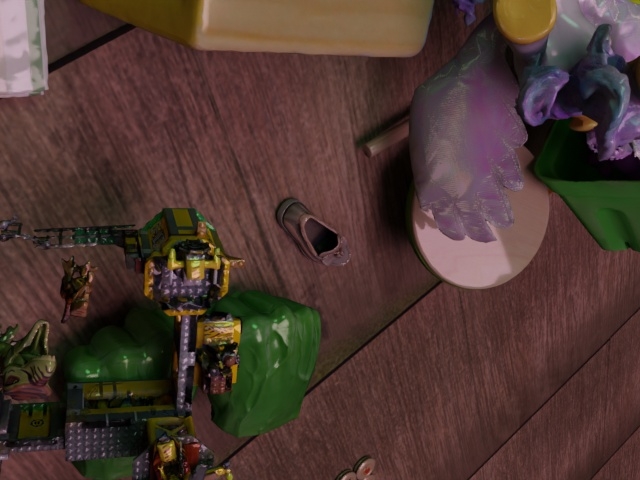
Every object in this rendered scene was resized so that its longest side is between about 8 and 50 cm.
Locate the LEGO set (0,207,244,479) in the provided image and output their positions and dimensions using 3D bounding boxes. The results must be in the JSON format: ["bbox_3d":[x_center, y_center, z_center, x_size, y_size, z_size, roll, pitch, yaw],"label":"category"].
[{"bbox_3d":[-0.194,0.105,0.480,0.331,0.192,0.255,8,110,-21],"label":"LEGO set"}]

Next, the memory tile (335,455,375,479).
[{"bbox_3d":[0.025,0.383,1.056,0.148,0.012,0.113,-26,129,-30],"label":"memory tile"}]

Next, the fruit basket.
[{"bbox_3d":[0.390,-0.206,0.836,0.392,0.283,0.392,-9,102,-50],"label":"fruit basket"}]

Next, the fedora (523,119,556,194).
[{"bbox_3d":[0.351,-0.134,1.010,0.194,0.079,0.194,-23,128,-33],"label":"fedora"}]

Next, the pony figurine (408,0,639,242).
[{"bbox_3d":[0.202,-0.170,0.621,0.363,0.303,0.351,-45,121,-77],"label":"pony figurine"}]

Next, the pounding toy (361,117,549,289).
[{"bbox_3d":[0.153,-0.060,0.872,0.183,0.110,0.237,-36,107,-13],"label":"pounding toy"}]

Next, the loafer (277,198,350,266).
[{"bbox_3d":[0.000,0.000,0.788,0.045,0.039,0.125,-54,138,-5],"label":"loafer"}]

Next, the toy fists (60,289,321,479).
[{"bbox_3d":[-0.116,0.122,0.711,0.279,0.096,0.142,-6,123,-38],"label":"toy fists"}]

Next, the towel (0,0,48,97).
[{"bbox_3d":[-0.258,-0.147,0.477,0.152,0.023,0.113,-12,119,-36],"label":"towel"}]

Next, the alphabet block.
[{"bbox_3d":[-0.040,-0.240,0.500,0.197,0.192,0.193,-10,118,-39],"label":"alphabet block"}]
